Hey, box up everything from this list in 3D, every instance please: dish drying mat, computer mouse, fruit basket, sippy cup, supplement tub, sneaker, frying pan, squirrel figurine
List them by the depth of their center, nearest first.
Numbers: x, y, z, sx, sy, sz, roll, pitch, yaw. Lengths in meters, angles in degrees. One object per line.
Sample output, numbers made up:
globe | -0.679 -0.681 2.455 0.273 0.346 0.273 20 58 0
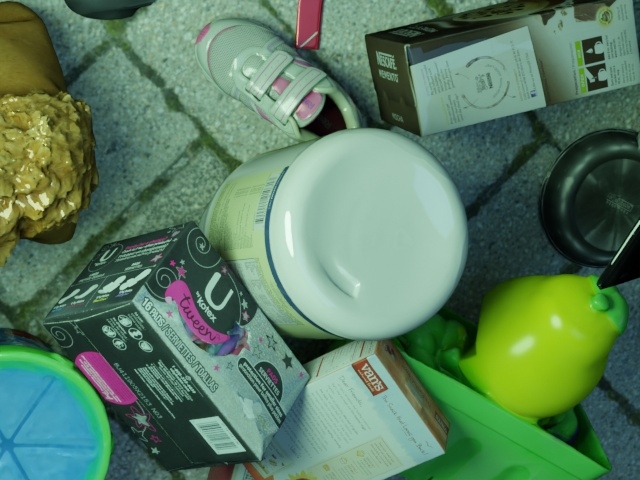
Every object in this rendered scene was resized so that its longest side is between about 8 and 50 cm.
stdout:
squirrel figurine | -0.444 -0.077 1.580 0.370 0.397 0.281 -11 110 -23
supplement tub | 0.000 0.000 1.740 0.235 0.325 0.235 1 86 -24
sippy cup | -0.374 0.209 1.757 0.240 0.224 0.305 7 101 -16
computer mouse | -0.188 -0.311 1.787 0.242 0.041 0.071 -13 105 -14
sneaker | -0.038 -0.187 1.821 0.252 0.111 0.103 31 93 -20
dish drying mat | -0.014 -0.281 1.861 0.032 0.008 0.083 2 102 -16
fruit basket | 0.224 0.149 1.882 0.392 0.283 0.392 -3 116 -7
frying pan | 0.442 -0.095 2.019 0.326 0.053 0.197 -40 111 -1

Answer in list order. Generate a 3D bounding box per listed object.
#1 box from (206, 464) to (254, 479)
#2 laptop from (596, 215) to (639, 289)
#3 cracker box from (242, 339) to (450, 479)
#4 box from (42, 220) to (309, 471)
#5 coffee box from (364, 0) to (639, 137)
box | -0.067 0.334 1.926 0.149 0.127 0.232 13 99 -16
laptop | 0.418 -0.183 1.837 0.236 0.382 0.408 37 108 20
cracker box | 0.016 0.220 1.769 0.232 0.067 0.155 -26 109 24
box | -0.156 0.121 1.675 0.247 0.163 0.142 54 45 -24
coffee box | 0.225 -0.228 1.858 0.297 0.168 0.118 -15 106 -13
